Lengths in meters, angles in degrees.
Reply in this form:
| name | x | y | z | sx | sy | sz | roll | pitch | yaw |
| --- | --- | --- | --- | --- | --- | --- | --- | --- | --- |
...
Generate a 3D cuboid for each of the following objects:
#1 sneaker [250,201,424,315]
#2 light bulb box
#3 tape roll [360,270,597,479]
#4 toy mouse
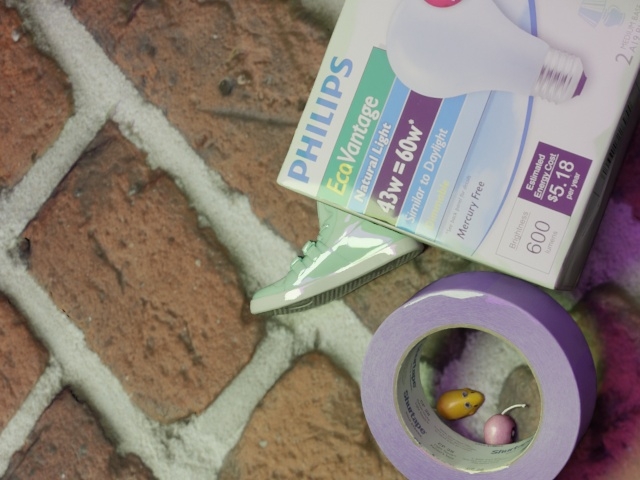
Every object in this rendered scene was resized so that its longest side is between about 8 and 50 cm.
| name | x | y | z | sx | sy | sz | roll | pitch | yaw |
| --- | --- | --- | --- | --- | --- | --- | --- | --- | --- |
| sneaker | 0.001 | 0.000 | 1.948 | 0.256 | 0.094 | 0.151 | -27 | 76 | 15 |
| light bulb box | 0.191 | -0.163 | 1.740 | 0.361 | 0.225 | 0.357 | 21 | 93 | 16 |
| tape roll | 0.191 | 0.179 | 1.742 | 0.275 | 0.090 | 0.274 | 6 | 106 | 23 |
| toy mouse | 0.193 | 0.259 | 1.839 | 0.161 | 0.031 | 0.143 | -16 | 76 | 28 |
